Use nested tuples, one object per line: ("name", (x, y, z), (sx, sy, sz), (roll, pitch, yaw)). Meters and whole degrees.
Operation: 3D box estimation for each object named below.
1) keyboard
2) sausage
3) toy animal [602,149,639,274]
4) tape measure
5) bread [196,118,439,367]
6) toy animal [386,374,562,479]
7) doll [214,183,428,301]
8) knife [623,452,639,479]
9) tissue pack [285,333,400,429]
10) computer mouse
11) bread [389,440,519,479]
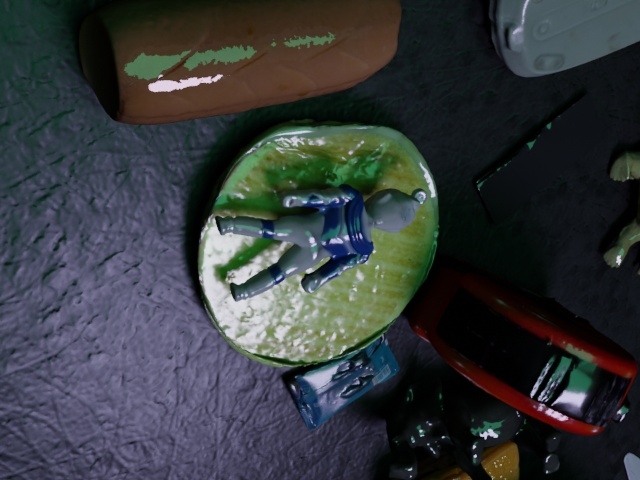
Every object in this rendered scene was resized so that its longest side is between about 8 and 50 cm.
("keyboard", (0.277, -0.103, 1.127), (0.196, 0.015, 0.074), (-38, 125, -12))
("sausage", (-0.064, -0.185, 0.842), (0.304, 0.121, 0.121), (-15, 114, -24))
("toy animal", (0.453, -0.041, 1.213), (0.101, 0.103, 0.219), (-20, 114, -49))
("tape measure", (0.250, 0.125, 1.058), (0.253, 0.260, 0.114), (23, 98, -28))
("bread", (0.001, 0.005, 0.992), (0.301, 0.045, 0.301), (-9, 112, -24))
("toy animal", (0.181, 0.242, 1.111), (0.245, 0.146, 0.115), (1, 119, -26))
("doll", (0.009, -0.008, 0.935), (0.227, 0.057, 0.114), (-15, 110, -11))
("knife", (0.527, 0.433, 1.456), (0.058, 0.032, 0.244), (-24, 113, -18))
("tissue pack", (0.030, 0.163, 1.076), (0.138, 0.028, 0.085), (-31, 120, -13))
("computer mouse", (0.339, -0.312, 1.040), (0.330, 0.095, 0.197), (-23, 131, -9))
("bread", (0.171, 0.329, 1.184), (0.200, 0.077, 0.116), (-21, 115, -24))
